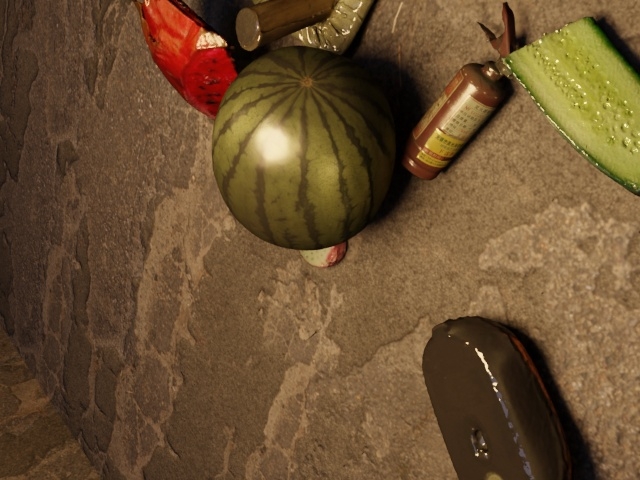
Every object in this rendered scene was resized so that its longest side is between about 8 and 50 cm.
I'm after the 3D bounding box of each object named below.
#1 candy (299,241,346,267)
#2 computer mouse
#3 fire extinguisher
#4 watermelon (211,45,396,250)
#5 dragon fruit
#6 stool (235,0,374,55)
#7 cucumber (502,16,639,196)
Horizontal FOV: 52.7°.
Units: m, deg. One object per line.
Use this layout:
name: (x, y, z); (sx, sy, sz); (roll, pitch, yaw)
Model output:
candy: (0.000, 0.000, 1.174); (0.103, 0.043, 0.103); (14, 111, 41)
computer mouse: (0.260, 0.264, 0.948); (0.183, 0.116, 0.324); (-32, 71, 47)
fire extinguisher: (0.193, -0.205, 0.901); (0.106, 0.075, 0.252); (47, 131, 12)
watermelon: (-0.023, -0.127, 0.986); (0.279, 0.278, 0.359); (47, 162, 24)
dragon fruit: (-0.228, -0.311, 1.120); (0.100, 0.343, 0.282); (-39, 72, -4)
stool: (-0.064, -0.468, 0.976); (0.310, 0.226, 0.311); (45, 127, 27)
cucumber: (0.338, -0.151, 0.784); (0.115, 0.063, 0.244); (-33, 74, 12)
